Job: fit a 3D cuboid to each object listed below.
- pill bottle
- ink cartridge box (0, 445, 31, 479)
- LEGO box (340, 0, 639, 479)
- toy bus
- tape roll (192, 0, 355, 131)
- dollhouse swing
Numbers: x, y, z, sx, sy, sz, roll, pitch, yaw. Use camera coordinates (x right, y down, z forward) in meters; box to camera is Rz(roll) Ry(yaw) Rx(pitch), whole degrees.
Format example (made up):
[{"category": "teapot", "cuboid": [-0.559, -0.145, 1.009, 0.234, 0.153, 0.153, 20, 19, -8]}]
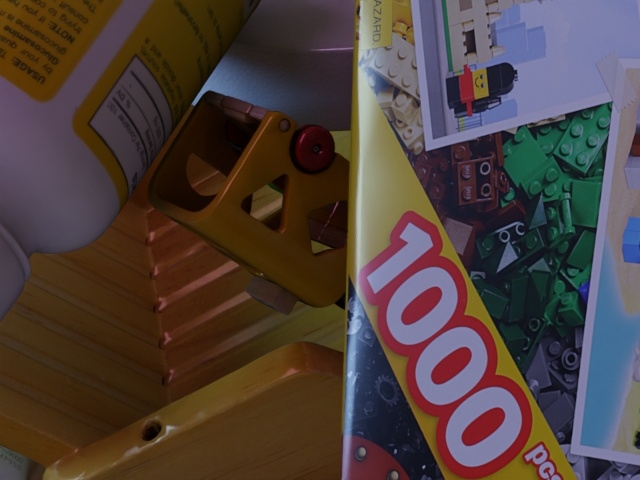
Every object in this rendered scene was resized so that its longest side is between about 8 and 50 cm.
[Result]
[{"category": "pill bottle", "cuboid": [-0.170, -0.116, 1.175, 0.188, 0.188, 0.334, 9, 59, 42]}, {"category": "ink cartridge box", "cuboid": [-0.321, 0.167, 1.434, 0.308, 0.091, 0.385, -44, 20, 25]}, {"category": "LEGO box", "cuboid": [0.217, -0.081, 1.025, 0.372, 0.193, 0.500, -4, 81, 37]}, {"category": "toy bus", "cuboid": [-0.011, -0.007, 1.209, 0.202, 0.191, 0.104, 30, 84, 12]}, {"category": "tape roll", "cuboid": [0.037, -0.215, 1.408, 0.392, 0.072, 0.392, -6, 37, 5]}, {"category": "dollhouse swing", "cuboid": [-0.133, -0.020, 1.316, 0.315, 0.305, 0.347, -28, 42, 16]}]
